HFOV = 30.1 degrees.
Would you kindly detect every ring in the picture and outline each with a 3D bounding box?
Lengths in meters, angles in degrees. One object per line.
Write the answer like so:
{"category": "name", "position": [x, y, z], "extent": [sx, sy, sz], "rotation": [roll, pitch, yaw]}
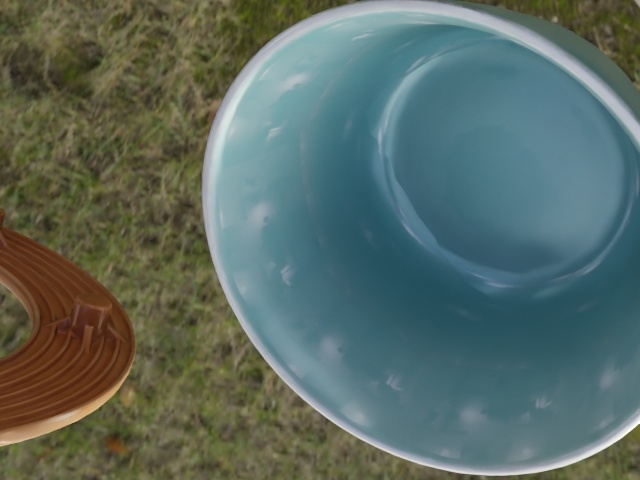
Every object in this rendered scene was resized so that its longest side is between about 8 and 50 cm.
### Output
{"category": "ring", "position": [-0.263, 0.018, 0.643], "extent": [0.337, 0.336, 0.032], "rotation": [15, 106, -6]}

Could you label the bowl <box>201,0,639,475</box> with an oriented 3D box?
{"category": "bowl", "position": [0.098, -0.022, 0.762], "extent": [0.312, 0.163, 0.311], "rotation": [13, 120, 24]}

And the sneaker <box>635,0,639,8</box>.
{"category": "sneaker", "position": [0.154, -0.135, 0.416], "extent": [0.118, 0.083, 0.222], "rotation": [-33, 119, 24]}
